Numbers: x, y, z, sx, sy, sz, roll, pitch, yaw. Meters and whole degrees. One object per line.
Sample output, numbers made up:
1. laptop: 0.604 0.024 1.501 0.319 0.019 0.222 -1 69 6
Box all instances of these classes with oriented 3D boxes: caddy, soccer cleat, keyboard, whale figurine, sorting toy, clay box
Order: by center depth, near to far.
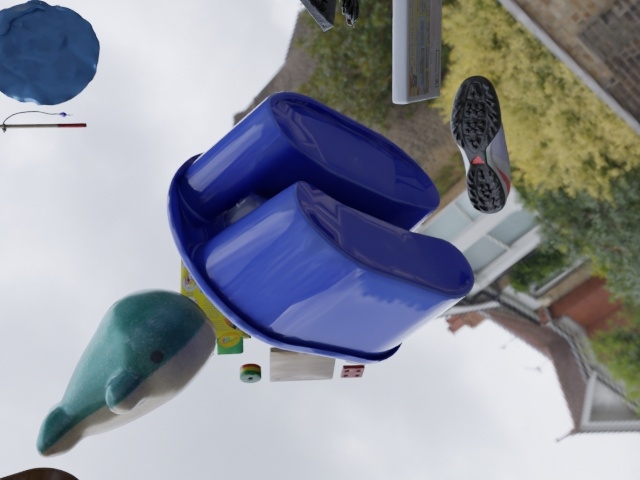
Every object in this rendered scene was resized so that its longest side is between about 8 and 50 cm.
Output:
1. caddy: 0.000 0.000 0.776 0.341 0.179 0.241 20 -138 -43
2. whale figurine: -0.274 0.169 0.974 0.141 0.272 0.216 55 176 -10
3. keyboard: 0.018 -0.464 1.135 0.201 0.033 0.317 38 -129 -52
4. clay box: -0.196 0.106 1.365 0.053 0.127 0.222 48 -141 -73
5. sorting toy: -0.029 0.237 1.481 0.275 0.132 0.046 -1 -126 -5
6. soccer cleat: 0.360 -0.218 1.597 0.116 0.109 0.318 -53 -45 -49

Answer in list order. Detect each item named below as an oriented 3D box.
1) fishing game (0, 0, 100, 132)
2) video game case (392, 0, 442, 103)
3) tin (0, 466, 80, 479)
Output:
1. fishing game: -0.454 -0.301 1.182 0.189 0.041 0.264 -3 -100 -9
2. video game case: 0.145 -0.322 1.074 0.206 0.026 0.227 -31 -57 -64
3. tin: -0.382 0.344 0.898 0.040 0.190 0.106 -106 -2 -58
